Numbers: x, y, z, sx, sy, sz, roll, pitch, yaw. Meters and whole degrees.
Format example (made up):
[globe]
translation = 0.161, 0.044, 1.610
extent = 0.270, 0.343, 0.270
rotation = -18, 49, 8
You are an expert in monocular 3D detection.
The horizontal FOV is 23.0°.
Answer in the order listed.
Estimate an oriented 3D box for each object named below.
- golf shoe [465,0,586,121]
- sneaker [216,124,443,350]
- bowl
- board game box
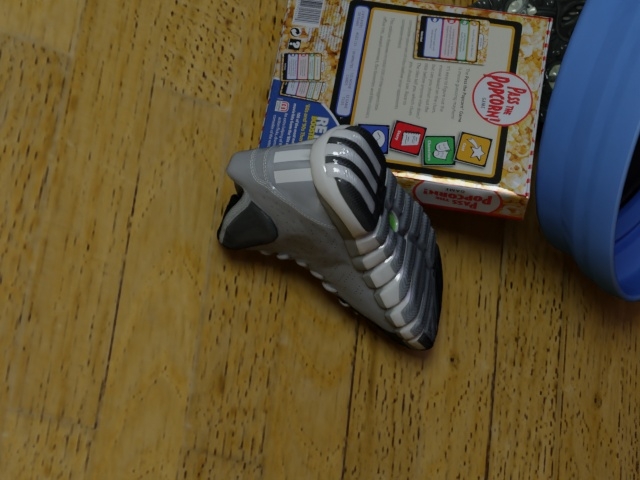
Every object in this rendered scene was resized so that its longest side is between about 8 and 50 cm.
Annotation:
[golf shoe]
translation = 0.171, -0.162, 1.250
extent = 0.273, 0.120, 0.105
rotation = -31, 101, -12
[sneaker]
translation = 0.000, 0.000, 1.102
extent = 0.228, 0.132, 0.086
rotation = 61, 35, -48
[bowl]
translation = 0.285, -0.144, 1.178
extent = 0.077, 0.391, 0.391
rotation = 29, 53, 25
[board game box]
translation = 0.061, -0.101, 1.132
extent = 0.194, 0.045, 0.146
rotation = 9, 69, 5
